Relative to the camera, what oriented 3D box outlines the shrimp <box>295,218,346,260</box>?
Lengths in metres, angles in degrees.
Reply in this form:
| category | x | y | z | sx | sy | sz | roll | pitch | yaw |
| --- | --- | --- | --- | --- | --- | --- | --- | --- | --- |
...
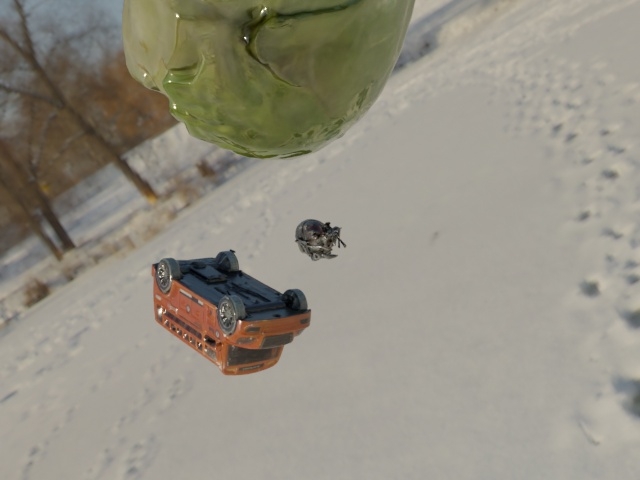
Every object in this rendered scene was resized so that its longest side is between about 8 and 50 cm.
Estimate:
| category | x | y | z | sx | sy | sz | roll | pitch | yaw |
| --- | --- | --- | --- | --- | --- | --- | --- | --- | --- |
| shrimp | 0.000 | 0.000 | 1.422 | 0.056 | 0.065 | 0.165 | -43 | 12 | -8 |

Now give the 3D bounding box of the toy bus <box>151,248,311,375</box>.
| category | x | y | z | sx | sy | sz | roll | pitch | yaw |
| --- | --- | --- | --- | --- | --- | --- | --- | --- | --- |
| toy bus | -0.155 | 0.123 | 1.731 | 0.143 | 0.153 | 0.329 | -6 | 18 | -35 |

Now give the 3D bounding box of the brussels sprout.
| category | x | y | z | sx | sy | sz | roll | pitch | yaw |
| --- | --- | --- | --- | --- | --- | --- | --- | --- | --- |
| brussels sprout | -0.047 | -0.233 | 1.117 | 0.328 | 0.328 | 0.247 | -35 | 47 | -19 |
